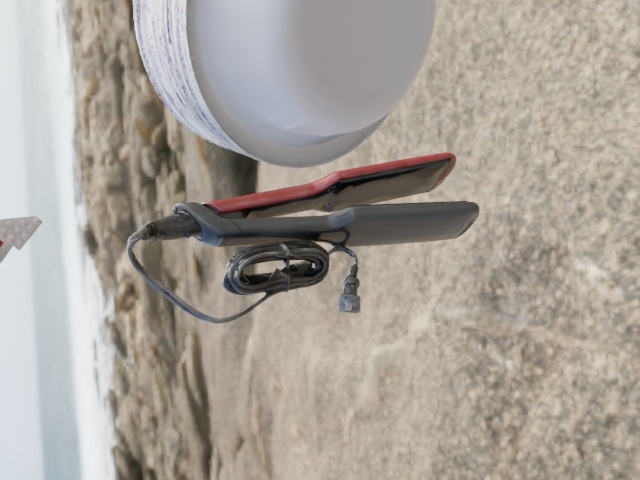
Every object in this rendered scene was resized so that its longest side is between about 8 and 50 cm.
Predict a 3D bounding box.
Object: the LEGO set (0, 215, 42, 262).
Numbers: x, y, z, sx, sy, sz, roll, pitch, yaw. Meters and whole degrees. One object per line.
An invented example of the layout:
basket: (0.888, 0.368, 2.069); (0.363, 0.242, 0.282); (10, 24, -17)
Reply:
LEGO set: (-0.307, -0.061, 0.579); (0.060, 0.182, 0.244); (-61, -15, -21)

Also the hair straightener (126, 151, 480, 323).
hair straightener: (0.000, 0.000, 0.511); (0.089, 0.230, 0.047); (67, 148, 25)

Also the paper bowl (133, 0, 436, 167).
paper bowl: (-0.010, -0.205, 0.760); (0.148, 0.284, 0.284); (25, 118, 44)
